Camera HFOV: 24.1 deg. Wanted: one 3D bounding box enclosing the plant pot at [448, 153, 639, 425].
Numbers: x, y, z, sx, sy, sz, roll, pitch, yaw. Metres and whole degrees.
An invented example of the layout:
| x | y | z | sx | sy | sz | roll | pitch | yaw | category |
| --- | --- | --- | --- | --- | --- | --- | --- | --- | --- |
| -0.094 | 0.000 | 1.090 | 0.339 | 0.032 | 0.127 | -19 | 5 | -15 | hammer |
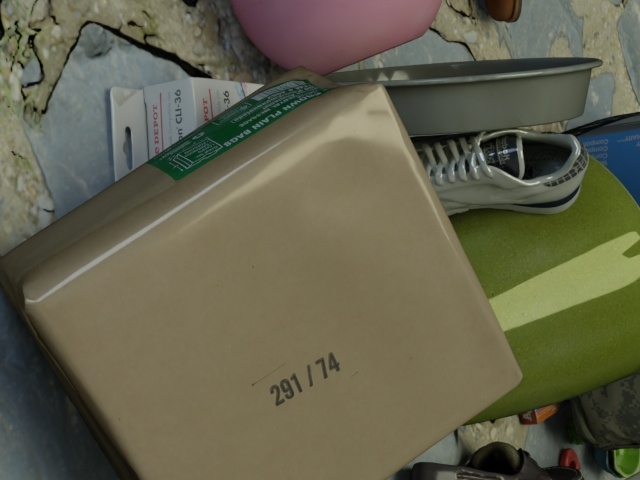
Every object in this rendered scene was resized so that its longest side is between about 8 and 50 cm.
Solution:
| x | y | z | sx | sy | sz | roll | pitch | yaw | category |
| --- | --- | --- | --- | --- | --- | --- | --- | --- | --- |
| 0.144 | 0.071 | 1.499 | 0.293 | 0.275 | 0.275 | -24 | 104 | -31 | plant pot |

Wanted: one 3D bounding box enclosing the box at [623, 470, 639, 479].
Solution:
| x | y | z | sx | sy | sz | roll | pitch | yaw | category |
| --- | --- | --- | --- | --- | --- | --- | --- | --- | --- |
| 0.324 | 0.408 | 1.624 | 0.345 | 0.168 | 0.215 | -13 | 126 | -46 | box |

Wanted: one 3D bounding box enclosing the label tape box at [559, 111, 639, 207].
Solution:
| x | y | z | sx | sy | sz | roll | pitch | yaw | category |
| --- | --- | --- | --- | --- | --- | --- | --- | --- | --- |
| 0.370 | -0.086 | 1.770 | 0.333 | 0.240 | 0.106 | -20 | 100 | -50 | label tape box |

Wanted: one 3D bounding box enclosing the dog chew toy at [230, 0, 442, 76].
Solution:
| x | y | z | sx | sy | sz | roll | pitch | yaw | category |
| --- | --- | --- | --- | --- | --- | --- | --- | --- | --- |
| -0.014 | -0.325 | 1.391 | 0.206 | 0.206 | 0.332 | -27 | 98 | -48 | dog chew toy |

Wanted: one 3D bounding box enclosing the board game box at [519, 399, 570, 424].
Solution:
| x | y | z | sx | sy | sz | roll | pitch | yaw | category |
| --- | --- | --- | --- | --- | --- | --- | --- | --- | --- |
| 0.312 | 0.111 | 1.841 | 0.281 | 0.027 | 0.145 | -22 | 100 | -49 | board game box |

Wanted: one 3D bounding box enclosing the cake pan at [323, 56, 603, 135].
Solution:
| x | y | z | sx | sy | sz | roll | pitch | yaw | category |
| --- | --- | --- | --- | --- | --- | --- | --- | --- | --- |
| 0.126 | -0.141 | 1.453 | 0.293 | 0.293 | 0.054 | -14 | 103 | -50 | cake pan |

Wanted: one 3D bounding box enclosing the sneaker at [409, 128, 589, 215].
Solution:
| x | y | z | sx | sy | sz | roll | pitch | yaw | category |
| --- | --- | --- | --- | --- | --- | --- | --- | --- | --- |
| 0.130 | -0.069 | 1.399 | 0.095 | 0.235 | 0.090 | 67 | 17 | -76 | sneaker |

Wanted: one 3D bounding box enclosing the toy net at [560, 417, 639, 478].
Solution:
| x | y | z | sx | sy | sz | roll | pitch | yaw | category |
| --- | --- | --- | --- | --- | --- | --- | --- | --- | --- |
| 0.334 | 0.329 | 1.822 | 0.122 | 0.045 | 0.232 | 31 | 63 | -44 | toy net |

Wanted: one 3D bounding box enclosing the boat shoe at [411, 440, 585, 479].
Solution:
| x | y | z | sx | sy | sz | roll | pitch | yaw | category |
| --- | --- | --- | --- | --- | --- | --- | --- | --- | --- |
| 0.198 | 0.265 | 1.629 | 0.285 | 0.103 | 0.092 | -1 | 91 | -44 | boat shoe |

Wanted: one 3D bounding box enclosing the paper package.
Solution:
| x | y | z | sx | sy | sz | roll | pitch | yaw | category |
| --- | --- | --- | --- | --- | --- | --- | --- | --- | --- |
| -0.050 | 0.066 | 1.210 | 0.325 | 0.168 | 0.309 | -33 | 113 | -14 | paper package |

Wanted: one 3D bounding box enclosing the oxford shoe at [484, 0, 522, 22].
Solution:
| x | y | z | sx | sy | sz | roll | pitch | yaw | category |
| --- | --- | --- | --- | --- | --- | --- | --- | --- | --- |
| 0.173 | -0.341 | 1.723 | 0.076 | 0.076 | 0.212 | -29 | 112 | -16 | oxford shoe |

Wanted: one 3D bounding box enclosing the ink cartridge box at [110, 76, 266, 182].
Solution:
| x | y | z | sx | sy | sz | roll | pitch | yaw | category |
| --- | --- | --- | --- | --- | --- | --- | --- | --- | --- |
| -0.095 | -0.083 | 1.352 | 0.198 | 0.067 | 0.115 | -1 | 86 | -50 | ink cartridge box |

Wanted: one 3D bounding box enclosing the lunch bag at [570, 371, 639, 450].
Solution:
| x | y | z | sx | sy | sz | roll | pitch | yaw | category |
| --- | --- | --- | --- | --- | --- | --- | --- | --- | --- |
| 0.435 | 0.116 | 1.730 | 0.212 | 0.305 | 0.256 | 14 | 73 | -47 | lunch bag |
